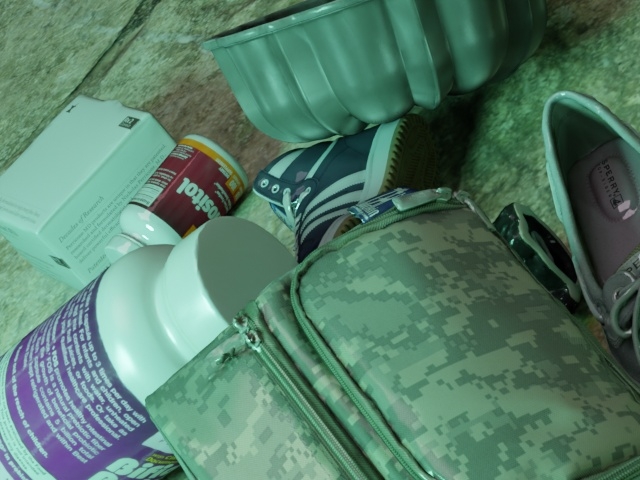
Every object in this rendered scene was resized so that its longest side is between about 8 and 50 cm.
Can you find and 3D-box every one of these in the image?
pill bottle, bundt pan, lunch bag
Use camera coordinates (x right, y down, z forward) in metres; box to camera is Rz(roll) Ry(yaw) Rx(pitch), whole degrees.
[{"bbox_3d":[-0.149,-0.028,1.660,0.086,0.086,0.152,10,57,52],"label":"pill bottle"},{"bbox_3d":[-0.147,0.107,1.341,0.301,0.169,0.169,-37,27,35],"label":"pill bottle"},{"bbox_3d":[0.065,-0.183,1.512,0.331,0.124,0.331,-19,10,4],"label":"bundt pan"},{"bbox_3d":[0.073,0.135,1.028,0.256,0.212,0.305,-40,50,0],"label":"lunch bag"}]

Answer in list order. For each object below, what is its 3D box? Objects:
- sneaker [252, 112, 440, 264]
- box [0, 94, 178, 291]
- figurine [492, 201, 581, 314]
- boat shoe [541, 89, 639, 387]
[{"bbox_3d":[0.000,0.000,1.448,0.153,0.099,0.282,-11,34,31],"label":"sneaker"},{"bbox_3d":[-0.247,-0.049,1.760,0.182,0.119,0.181,-49,31,-15],"label":"box"},{"bbox_3d":[0.104,0.105,1.232,0.209,0.092,0.215,-37,30,22],"label":"figurine"},{"bbox_3d":[0.234,0.003,1.188,0.118,0.103,0.320,-33,34,16],"label":"boat shoe"}]
